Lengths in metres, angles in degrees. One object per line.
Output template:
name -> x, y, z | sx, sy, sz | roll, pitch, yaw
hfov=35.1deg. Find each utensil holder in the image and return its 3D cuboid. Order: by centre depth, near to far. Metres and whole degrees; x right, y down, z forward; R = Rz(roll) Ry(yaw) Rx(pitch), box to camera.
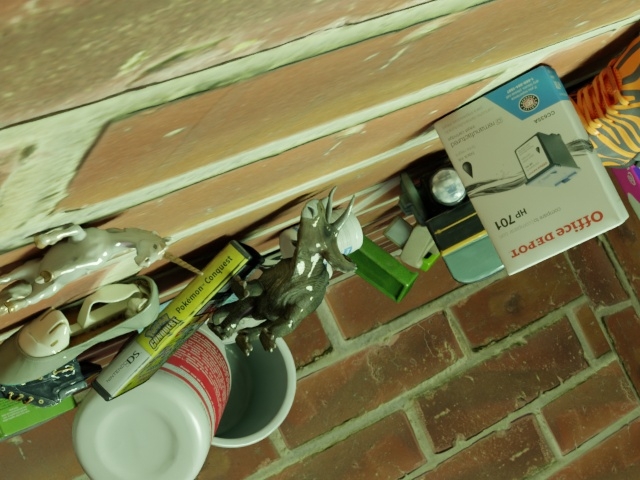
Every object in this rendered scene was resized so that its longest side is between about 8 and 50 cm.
utensil holder -> -0.271, 0.369, 2.603 | 0.328, 0.327, 0.385 | -24, 176, -21

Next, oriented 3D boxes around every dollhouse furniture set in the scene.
dollhouse furniture set -> 0.184, -0.043, 2.018 | 0.197, 0.151, 0.301 | -46, 168, -29

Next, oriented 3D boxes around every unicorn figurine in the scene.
unicorn figurine -> -0.195, 0.018, 0.805 | 0.162, 0.060, 0.111 | -10, -177, 27

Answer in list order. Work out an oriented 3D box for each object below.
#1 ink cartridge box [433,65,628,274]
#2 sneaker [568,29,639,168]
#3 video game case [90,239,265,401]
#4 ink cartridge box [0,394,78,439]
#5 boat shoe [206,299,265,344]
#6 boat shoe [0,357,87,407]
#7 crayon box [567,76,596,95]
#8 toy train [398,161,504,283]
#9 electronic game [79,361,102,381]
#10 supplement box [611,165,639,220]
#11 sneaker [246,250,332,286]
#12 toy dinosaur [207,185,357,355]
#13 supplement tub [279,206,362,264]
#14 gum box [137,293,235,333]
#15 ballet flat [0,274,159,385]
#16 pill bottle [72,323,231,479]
ink cartridge box -> 0.233, -0.077, 1.121 | 0.140, 0.190, 0.082 | -28, 175, 21
sneaker -> 0.339, -0.157, 1.223 | 0.180, 0.124, 0.321 | -5, 157, 5
video game case -> -0.179, 0.101, 1.352 | 0.248, 0.035, 0.275 | -46, 178, -1
ink cartridge box -> -0.555, 0.294, 1.636 | 0.255, 0.097, 0.189 | -28, 175, 23
boat shoe -> -0.141, 0.139, 2.129 | 0.267, 0.096, 0.088 | -28, 171, 17
boat shoe -> -0.438, 0.218, 1.484 | 0.183, 0.083, 0.065 | -24, 175, -16
crayon box -> 0.427, -0.178, 1.536 | 0.363, 0.106, 0.313 | -27, 175, 2
toy train -> 0.208, -0.029, 1.513 | 0.142, 0.190, 0.334 | -25, 175, 4
electronic game -> -0.560, 0.311, 2.092 | 0.229, 0.048, 0.229 | -25, 176, -2
supplement box -> 0.572, -0.130, 1.547 | 0.220, 0.111, 0.114 | -29, 176, 3
sneaker -> -0.049, 0.054, 1.677 | 0.153, 0.094, 0.235 | -26, 176, -5
toy dinosaur -> -0.049, 0.075, 1.303 | 0.160, 0.121, 0.313 | -28, 164, -33
supplement tub -> 0.000, 0.000, 1.477 | 0.107, 0.071, 0.071 | -23, 174, -26
gum box -> -0.217, 0.112, 1.740 | 0.184, 0.041, 0.157 | -24, 176, -1
ballet flat -> -0.283, 0.094, 1.160 | 0.213, 0.072, 0.068 | -24, 148, -28
pill bottle -> -0.287, 0.283, 1.845 | 0.229, 0.229, 0.407 | -26, -169, 10
